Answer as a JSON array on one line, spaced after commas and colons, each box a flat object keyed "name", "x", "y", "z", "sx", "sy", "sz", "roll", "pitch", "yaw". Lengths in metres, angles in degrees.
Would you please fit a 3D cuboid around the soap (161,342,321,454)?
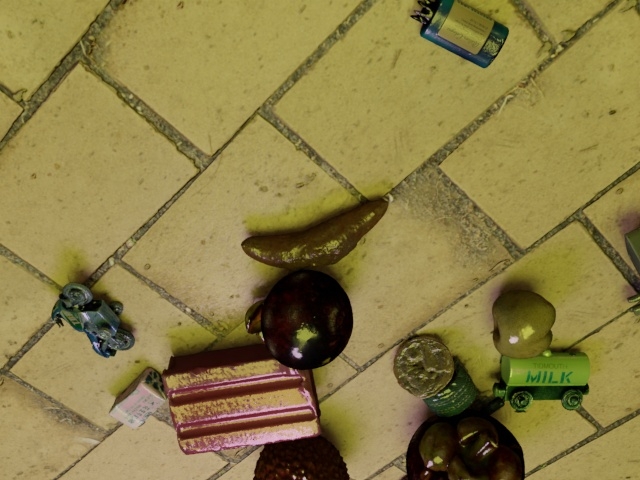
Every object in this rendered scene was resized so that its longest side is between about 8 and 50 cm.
[{"name": "soap", "x": -0.190, "y": 0.387, "z": 1.548, "sx": 0.359, "sy": 0.128, "sz": 0.233, "roll": -9, "pitch": 103, "yaw": 4}]

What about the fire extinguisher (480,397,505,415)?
[{"name": "fire extinguisher", "x": 0.480, "y": 0.453, "z": 1.694, "sx": 0.083, "sy": 0.025, "sz": 0.038, "roll": -43, "pitch": 150, "yaw": 22}]

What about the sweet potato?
[{"name": "sweet potato", "x": -0.001, "y": 0.004, "z": 1.376, "sx": 0.341, "sy": 0.092, "sz": 0.114, "roll": -16, "pitch": 103, "yaw": 8}]

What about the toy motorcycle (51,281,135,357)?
[{"name": "toy motorcycle", "x": -0.552, "y": 0.194, "z": 1.482, "sx": 0.135, "sy": 0.092, "sz": 0.254, "roll": -14, "pitch": 130, "yaw": 17}]

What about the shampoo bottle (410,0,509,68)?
[{"name": "shampoo bottle", "x": 0.257, "y": -0.400, "z": 1.164, "sx": 0.183, "sy": 0.050, "sz": 0.087, "roll": 22, "pitch": 121, "yaw": -14}]

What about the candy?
[{"name": "candy", "x": -0.469, "y": 0.416, "z": 1.623, "sx": 0.092, "sy": 0.073, "sz": 0.160, "roll": 41, "pitch": 113, "yaw": -17}]

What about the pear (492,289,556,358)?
[{"name": "pear", "x": 0.476, "y": 0.198, "z": 1.462, "sx": 0.136, "sy": 0.167, "sz": 0.167, "roll": -8, "pitch": 121, "yaw": 0}]

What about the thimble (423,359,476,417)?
[{"name": "thimble", "x": 0.325, "y": 0.381, "z": 1.591, "sx": 0.135, "sy": 0.118, "sz": 0.090, "roll": -28, "pitch": 119, "yaw": 17}]

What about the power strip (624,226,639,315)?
[{"name": "power strip", "x": 0.757, "y": 0.108, "z": 1.389, "sx": 0.141, "sy": 0.230, "sz": 0.261, "roll": -27, "pitch": 152, "yaw": 19}]

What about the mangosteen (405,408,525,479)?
[{"name": "mangosteen", "x": 0.375, "y": 0.571, "z": 1.588, "sx": 0.306, "sy": 0.307, "sz": 0.347, "roll": -3, "pitch": 148, "yaw": 1}]

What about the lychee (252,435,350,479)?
[{"name": "lychee", "x": -0.053, "y": 0.654, "z": 1.666, "sx": 0.275, "sy": 0.304, "sz": 0.276, "roll": 1, "pitch": 86, "yaw": -21}]

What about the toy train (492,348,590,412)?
[{"name": "toy train", "x": 0.573, "y": 0.350, "z": 1.597, "sx": 0.253, "sy": 0.105, "sz": 0.157, "roll": 0, "pitch": 107, "yaw": -3}]

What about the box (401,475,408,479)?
[{"name": "box", "x": 0.352, "y": 0.833, "z": 1.836, "sx": 0.294, "sy": 0.167, "sz": 0.193, "roll": 30, "pitch": 114, "yaw": -18}]

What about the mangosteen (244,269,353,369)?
[{"name": "mangosteen", "x": -0.054, "y": 0.179, "z": 1.422, "sx": 0.265, "sy": 0.228, "sz": 0.228, "roll": 2, "pitch": 126, "yaw": 32}]

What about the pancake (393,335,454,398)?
[{"name": "pancake", "x": 0.258, "y": 0.318, "z": 1.558, "sx": 0.158, "sy": 0.158, "sz": 0.028, "roll": -31, "pitch": 161, "yaw": 16}]
